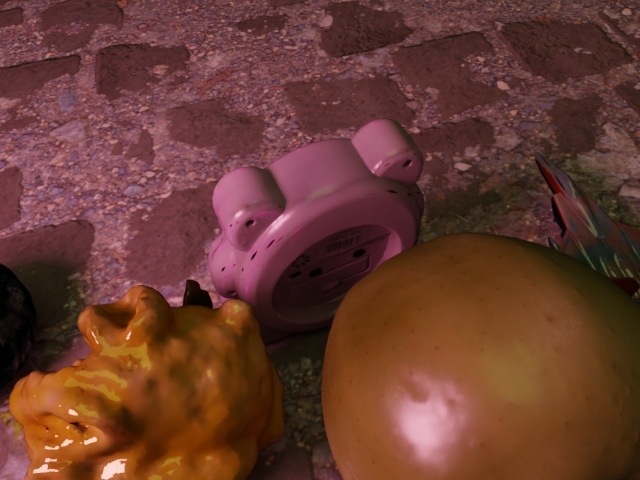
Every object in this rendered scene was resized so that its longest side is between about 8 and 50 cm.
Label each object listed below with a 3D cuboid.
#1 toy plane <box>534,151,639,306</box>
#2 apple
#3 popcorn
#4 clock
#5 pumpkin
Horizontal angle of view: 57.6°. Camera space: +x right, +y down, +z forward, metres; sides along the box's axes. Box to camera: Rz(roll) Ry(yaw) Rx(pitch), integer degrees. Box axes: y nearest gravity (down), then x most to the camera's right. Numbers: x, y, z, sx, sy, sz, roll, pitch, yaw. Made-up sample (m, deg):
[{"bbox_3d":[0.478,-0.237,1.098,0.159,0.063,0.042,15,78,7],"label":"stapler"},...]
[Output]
[{"bbox_3d":[0.401,-0.010,0.878,0.222,0.104,0.326,-14,49,-8],"label":"toy plane"},{"bbox_3d":[0.170,0.159,0.614,0.356,0.357,0.358,-2,52,2],"label":"apple"},{"bbox_3d":[-0.173,0.204,0.639,0.297,0.316,0.281,-1,25,-31],"label":"popcorn"},{"bbox_3d":[0.000,0.000,0.757,0.295,0.322,0.113,-21,59,-13],"label":"clock"},{"bbox_3d":[-0.509,0.119,0.779,0.232,0.163,0.233,14,44,-14],"label":"pumpkin"}]
